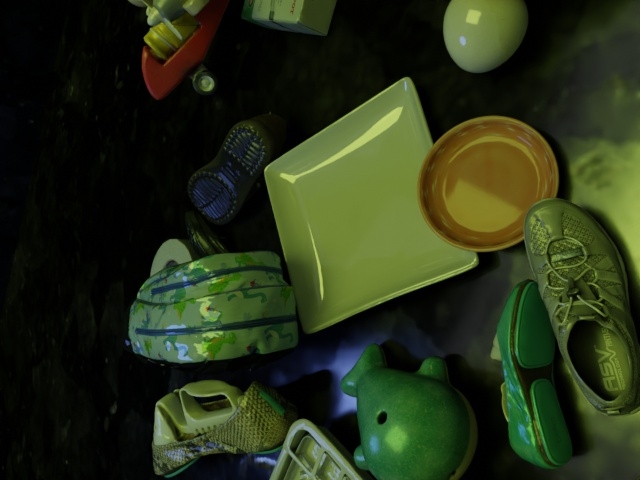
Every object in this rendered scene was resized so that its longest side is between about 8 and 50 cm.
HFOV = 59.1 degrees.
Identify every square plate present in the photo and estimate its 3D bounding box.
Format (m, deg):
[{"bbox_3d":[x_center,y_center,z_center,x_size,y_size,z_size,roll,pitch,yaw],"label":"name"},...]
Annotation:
[{"bbox_3d":[0.070,-0.052,0.984,0.344,0.049,0.346,-27,67,31],"label":"square plate"}]

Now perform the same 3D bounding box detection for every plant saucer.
[{"bbox_3d":[0.240,-0.080,0.819,0.200,0.037,0.199,-6,78,29],"label":"plant saucer"}]

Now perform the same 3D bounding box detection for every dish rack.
[{"bbox_3d":[0.009,0.519,1.013,0.286,0.072,0.332,37,112,41],"label":"dish rack"}]

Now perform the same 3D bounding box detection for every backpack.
[{"bbox_3d":[-0.189,0.140,1.046,0.356,0.290,0.273,14,100,62],"label":"backpack"}]

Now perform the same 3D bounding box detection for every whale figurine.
[{"bbox_3d":[0.109,0.259,0.871,0.216,0.141,0.272,-53,38,5],"label":"whale figurine"}]

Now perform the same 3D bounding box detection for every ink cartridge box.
[{"bbox_3d":[-0.059,-0.515,1.163,0.208,0.087,0.152,29,107,44],"label":"ink cartridge box"}]

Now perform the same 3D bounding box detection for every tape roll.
[{"bbox_3d":[-0.345,0.106,1.419,0.219,0.072,0.219,-4,84,46],"label":"tape roll"}]

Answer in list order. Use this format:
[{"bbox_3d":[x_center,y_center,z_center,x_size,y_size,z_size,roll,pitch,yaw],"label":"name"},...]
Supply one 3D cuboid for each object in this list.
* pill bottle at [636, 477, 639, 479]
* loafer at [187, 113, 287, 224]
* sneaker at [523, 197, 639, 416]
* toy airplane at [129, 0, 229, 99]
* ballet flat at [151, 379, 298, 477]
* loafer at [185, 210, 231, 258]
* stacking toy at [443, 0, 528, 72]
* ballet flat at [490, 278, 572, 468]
[{"bbox_3d":[0.365,0.346,0.624,0.117,0.117,0.214,49,120,37],"label":"pill bottle"},{"bbox_3d":[-0.172,-0.151,1.247,0.133,0.130,0.366,51,139,-5],"label":"loafer"},{"bbox_3d":[0.324,0.073,0.680,0.105,0.115,0.281,-25,72,24],"label":"sneaker"},{"bbox_3d":[-0.308,-0.558,1.291,0.386,0.273,0.384,-31,45,55],"label":"toy airplane"},{"bbox_3d":[-0.250,0.385,1.216,0.483,0.164,0.182,-28,105,39],"label":"ballet flat"},{"bbox_3d":[-0.252,0.013,1.328,0.223,0.078,0.076,54,154,28],"label":"loafer"},{"bbox_3d":[0.261,-0.465,0.739,0.351,0.351,0.479,36,131,42],"label":"stacking toy"},{"bbox_3d":[0.272,0.179,0.767,0.087,0.083,0.247,-25,66,57],"label":"ballet flat"}]
